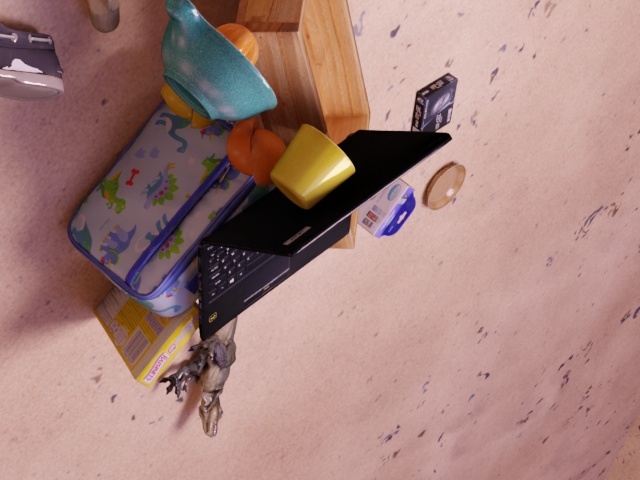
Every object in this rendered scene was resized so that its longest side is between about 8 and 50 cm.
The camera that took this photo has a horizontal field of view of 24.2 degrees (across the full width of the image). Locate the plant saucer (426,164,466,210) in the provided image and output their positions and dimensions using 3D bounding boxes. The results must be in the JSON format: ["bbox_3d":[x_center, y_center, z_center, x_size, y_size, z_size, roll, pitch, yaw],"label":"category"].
[{"bbox_3d":[0.187,-0.084,2.259,0.083,0.015,0.083,-35,148,-26],"label":"plant saucer"}]

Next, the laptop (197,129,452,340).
[{"bbox_3d":[0.000,0.000,1.554,0.234,0.136,0.264,-36,151,-29],"label":"laptop"}]

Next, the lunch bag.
[{"bbox_3d":[-0.155,-0.037,1.630,0.219,0.176,0.090,-49,147,-2],"label":"lunch bag"}]

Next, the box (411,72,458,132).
[{"bbox_3d":[0.159,-0.186,2.089,0.067,0.018,0.083,-32,147,-31],"label":"box"}]

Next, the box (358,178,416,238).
[{"bbox_3d":[0.060,-0.065,1.961,0.081,0.136,0.028,-55,152,6],"label":"box"}]

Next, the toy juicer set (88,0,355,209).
[{"bbox_3d":[-0.113,-0.174,1.459,0.089,0.209,0.329,-48,112,-9],"label":"toy juicer set"}]

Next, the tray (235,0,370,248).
[{"bbox_3d":[-0.013,-0.182,1.671,0.411,0.076,0.203,72,22,-57],"label":"tray"}]

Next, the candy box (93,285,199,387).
[{"bbox_3d":[-0.198,0.084,1.709,0.027,0.206,0.105,40,91,-29],"label":"candy box"}]

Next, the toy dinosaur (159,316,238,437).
[{"bbox_3d":[-0.146,0.157,2.014,0.118,0.064,0.268,-21,139,-54],"label":"toy dinosaur"}]

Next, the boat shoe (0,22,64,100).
[{"bbox_3d":[-0.319,-0.178,1.367,0.206,0.075,0.065,12,70,-54],"label":"boat shoe"}]
